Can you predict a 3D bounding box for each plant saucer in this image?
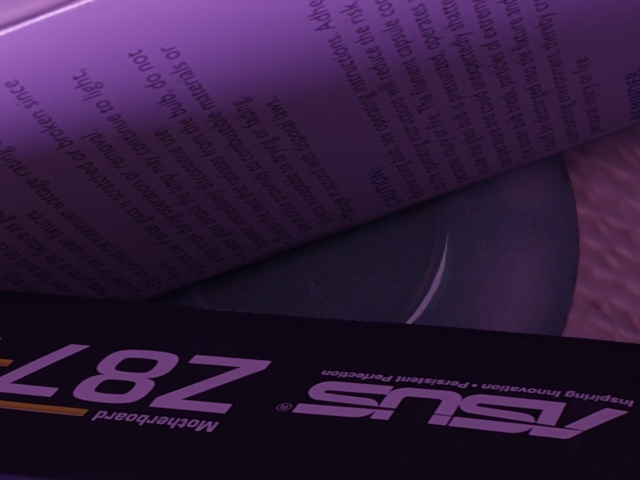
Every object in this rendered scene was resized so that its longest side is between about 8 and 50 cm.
[{"bbox_3d":[0.000,0.000,0.657,0.195,0.037,0.194,-3,78,14],"label":"plant saucer"}]

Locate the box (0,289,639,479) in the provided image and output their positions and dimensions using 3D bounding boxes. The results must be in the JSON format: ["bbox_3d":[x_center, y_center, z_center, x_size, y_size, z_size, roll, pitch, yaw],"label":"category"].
[{"bbox_3d":[-0.052,0.204,0.469,0.318,0.097,0.394,6,117,24],"label":"box"}]

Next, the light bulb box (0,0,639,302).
[{"bbox_3d":[-0.087,-0.178,0.593,0.361,0.225,0.357,-19,67,7],"label":"light bulb box"}]
